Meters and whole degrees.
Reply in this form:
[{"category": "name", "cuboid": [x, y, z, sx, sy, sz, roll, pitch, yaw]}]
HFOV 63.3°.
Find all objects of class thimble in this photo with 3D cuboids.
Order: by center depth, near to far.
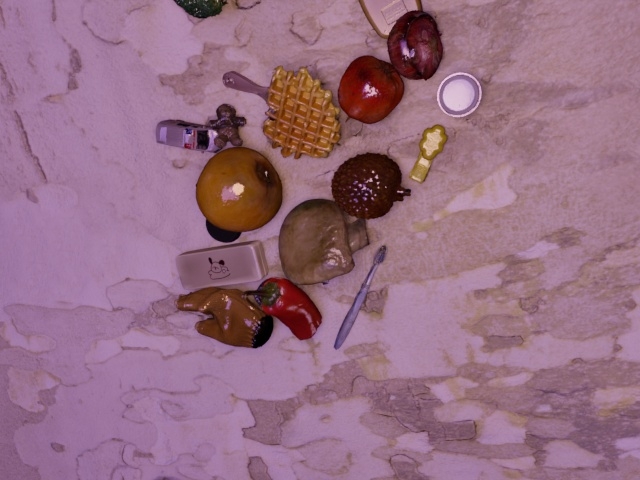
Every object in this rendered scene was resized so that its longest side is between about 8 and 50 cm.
[{"category": "thimble", "cuboid": [-0.166, 0.185, 1.763, 0.104, 0.066, 0.095, 34, 113, 3]}]

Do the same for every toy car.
[{"category": "toy car", "cuboid": [-0.420, -0.334, 1.672, 0.210, 0.108, 0.089, 13, 106, 12]}]

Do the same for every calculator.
[{"category": "calculator", "cuboid": [0.184, -0.677, 1.430, 0.157, 0.033, 0.236, -25, 98, 21]}]

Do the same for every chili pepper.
[{"category": "chili pepper", "cuboid": [-0.122, 0.181, 1.628, 0.131, 0.134, 0.338, -43, 132, -1]}]

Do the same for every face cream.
[{"category": "face cream", "cuboid": [0.377, -0.395, 1.411, 0.117, 0.104, 0.117, 4, 106, 15]}]

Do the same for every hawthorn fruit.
[{"category": "hawthorn fruit", "cuboid": [0.130, -0.405, 1.453, 0.179, 0.179, 0.200, 38, 128, 4]}]

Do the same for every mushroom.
[{"category": "mushroom", "cuboid": [-0.007, 0.005, 1.568, 0.292, 0.217, 0.211, -6, 123, 14]}]

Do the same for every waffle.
[{"category": "waffle", "cuboid": [-0.071, -0.356, 1.516, 0.284, 0.065, 0.309, -9, 126, 36]}]

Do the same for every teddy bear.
[{"category": "teddy bear", "cuboid": [-0.291, -0.351, 1.636, 0.120, 0.078, 0.160, -5, 66, -10]}]

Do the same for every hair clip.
[{"category": "hair clip", "cuboid": [0.308, -0.253, 1.504, 0.072, 0.046, 0.173, 26, 109, 5]}]

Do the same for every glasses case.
[{"category": "glasses case", "cuboid": [-0.340, 0.087, 1.786, 0.313, 0.070, 0.131, -8, 102, 19]}]

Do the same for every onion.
[{"category": "onion", "cuboid": [0.244, -0.517, 1.399, 0.147, 0.184, 0.183, 8, 112, 54]}]

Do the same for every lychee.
[{"category": "lychee", "cuboid": [0.145, -0.156, 1.505, 0.239, 0.200, 0.199, 14, 109, 20]}]

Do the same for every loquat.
[{"category": "loquat", "cuboid": [-0.256, -0.153, 1.595, 0.275, 0.275, 0.274, 5, 106, 16]}]

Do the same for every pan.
[{"category": "pan", "cuboid": [-0.358, -0.095, 1.762, 0.136, 0.028, 0.235, -31, 94, 22]}]

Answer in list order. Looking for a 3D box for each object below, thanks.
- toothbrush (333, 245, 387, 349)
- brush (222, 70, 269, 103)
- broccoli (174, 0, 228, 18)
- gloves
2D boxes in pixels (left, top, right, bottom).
[{"category": "toothbrush", "cuboid": [0.125, 0.194, 1.691, 0.035, 0.042, 0.413, 26, 113, 9]}, {"category": "brush", "cuboid": [-0.171, -0.450, 1.589, 0.313, 0.067, 0.071, 25, 112, 11]}, {"category": "broccoli", "cuboid": [-0.334, -0.764, 1.454, 0.246, 0.265, 0.294, -28, 72, 8]}, {"category": "gloves", "cuboid": [-0.330, 0.253, 1.779, 0.357, 0.155, 0.203, 17, 129, 9]}]
